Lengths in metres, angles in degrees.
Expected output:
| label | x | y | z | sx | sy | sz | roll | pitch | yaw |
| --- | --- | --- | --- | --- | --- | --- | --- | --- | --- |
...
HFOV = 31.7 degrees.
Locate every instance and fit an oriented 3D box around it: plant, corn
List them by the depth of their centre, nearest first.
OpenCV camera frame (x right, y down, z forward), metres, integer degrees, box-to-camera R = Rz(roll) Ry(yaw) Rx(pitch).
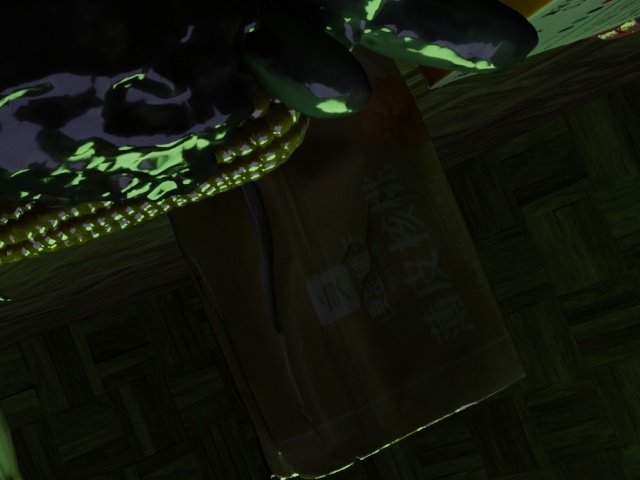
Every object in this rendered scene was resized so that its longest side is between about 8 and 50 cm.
| label | x | y | z | sx | sy | sz | roll | pitch | yaw |
| --- | --- | --- | --- | --- | --- | --- | --- | --- | --- |
| plant | -0.032 | -0.098 | 0.438 | 0.274 | 0.146 | 0.149 | -19 | -172 | -34 |
| corn | -0.136 | -0.062 | 0.714 | 0.322 | 0.119 | 0.119 | -18 | 178 | 16 |

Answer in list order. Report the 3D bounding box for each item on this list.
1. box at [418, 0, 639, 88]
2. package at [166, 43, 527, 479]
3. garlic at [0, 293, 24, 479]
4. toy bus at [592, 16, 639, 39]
| label | x | y | z | sx | sy | sz | roll | pitch | yaw |
| --- | --- | --- | --- | --- | --- | --- | --- | --- | --- |
| box | 0.193 | -0.204 | 0.738 | 0.221 | 0.091 | 0.274 | -22 | 178 | -19 |
| package | -0.016 | 0.006 | 0.834 | 0.221 | 0.311 | 0.165 | -22 | 180 | 24 |
| garlic | -0.331 | 0.068 | 0.860 | 0.246 | 0.340 | 0.231 | 12 | 123 | -23 |
| toy bus | 0.244 | -0.217 | 1.001 | 0.065 | 0.077 | 0.192 | -21 | 177 | 43 |
